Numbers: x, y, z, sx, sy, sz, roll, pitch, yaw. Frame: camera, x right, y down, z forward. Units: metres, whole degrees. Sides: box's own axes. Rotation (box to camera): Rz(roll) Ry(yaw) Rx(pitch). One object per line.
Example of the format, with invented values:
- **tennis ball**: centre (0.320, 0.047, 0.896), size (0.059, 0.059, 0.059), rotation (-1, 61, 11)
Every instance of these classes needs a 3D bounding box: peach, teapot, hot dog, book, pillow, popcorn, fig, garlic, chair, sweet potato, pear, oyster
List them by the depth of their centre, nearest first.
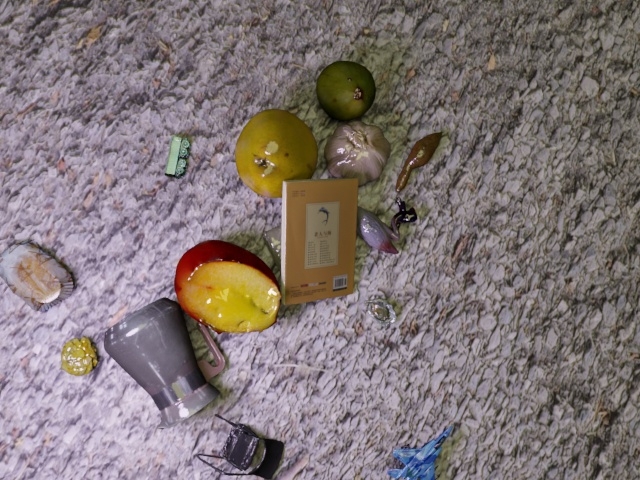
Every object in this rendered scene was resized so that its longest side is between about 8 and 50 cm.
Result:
- **teapot**: centre (-0.459, 0.361, 1.831), size (0.300, 0.253, 0.344), rotation (-30, 90, -39)
- **peach**: centre (-0.277, 0.152, 1.839), size (0.338, 0.281, 0.281), rotation (31, 80, 18)
- **chair**: centre (-0.238, 0.641, 1.846), size (0.145, 0.221, 0.140), rotation (15, 77, 43)
- **popcorn**: centre (-0.754, 0.367, 1.871), size (0.120, 0.116, 0.106), rotation (39, 124, 7)
- **book**: centre (0.000, 0.000, 1.877), size (0.268, 0.032, 0.390), rotation (-5, 104, -30)
- **pear**: centre (-0.150, -0.277, 1.890), size (0.284, 0.336, 0.285), rotation (-3, 79, 16)
- **hot dog**: centre (-0.912, 0.112, 1.917), size (0.270, 0.082, 0.163), rotation (39, 72, 12)
- **pillow**: centre (-0.101, 0.029, 1.969), size (0.134, 0.078, 0.182), rotation (-27, 79, -10)
- **oyster**: centre (0.197, 0.234, 1.974), size (0.098, 0.037, 0.101), rotation (-15, 102, 13)
- **garlic**: centre (0.124, -0.297, 1.999), size (0.227, 0.152, 0.228), rotation (1, 83, -7)
- **fig**: centre (0.094, -0.503, 2.000), size (0.202, 0.225, 0.203), rotation (-3, 102, -14)
- **sweet potato**: centre (0.330, -0.280, 2.045), size (0.074, 0.075, 0.270), rotation (37, 84, 4)

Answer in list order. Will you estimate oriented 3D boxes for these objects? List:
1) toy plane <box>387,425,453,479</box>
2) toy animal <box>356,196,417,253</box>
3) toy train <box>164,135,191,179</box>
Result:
- **toy plane**: centre (0.329, 0.673, 1.878), size (0.169, 0.078, 0.246), rotation (43, 74, 5)
- **toy animal**: centre (0.158, -0.057, 1.989), size (0.323, 0.090, 0.196), rotation (5, 74, -11)
- **toy train**: centre (-0.482, -0.278, 2.025), size (0.070, 0.038, 0.148), rotation (8, 80, 2)
